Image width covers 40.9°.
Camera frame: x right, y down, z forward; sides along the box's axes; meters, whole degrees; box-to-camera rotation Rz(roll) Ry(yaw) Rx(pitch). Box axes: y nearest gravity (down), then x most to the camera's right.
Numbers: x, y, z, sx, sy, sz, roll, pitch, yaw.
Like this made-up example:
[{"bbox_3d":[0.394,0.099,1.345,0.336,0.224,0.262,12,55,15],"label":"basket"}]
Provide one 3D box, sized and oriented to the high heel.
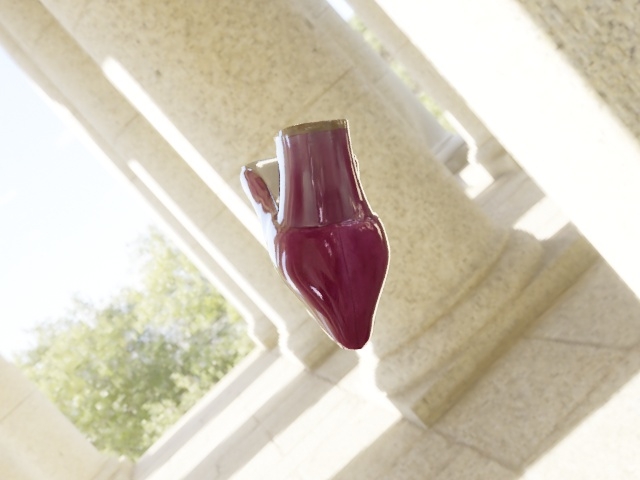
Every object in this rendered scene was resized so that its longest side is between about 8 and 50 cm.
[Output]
[{"bbox_3d":[0.000,0.000,0.537,0.082,0.117,0.244,-8,-1,-10],"label":"high heel"}]
